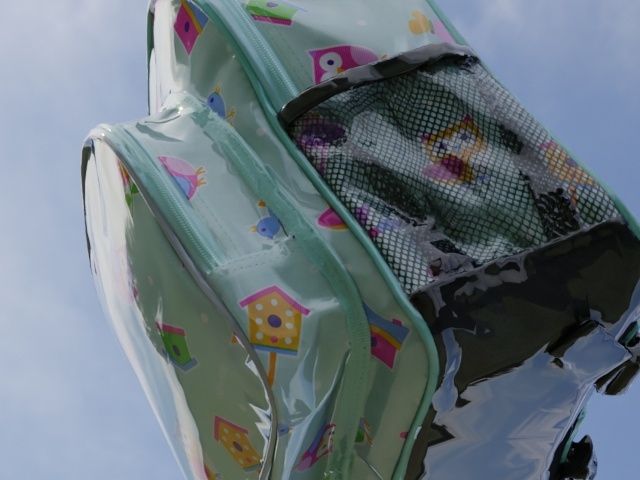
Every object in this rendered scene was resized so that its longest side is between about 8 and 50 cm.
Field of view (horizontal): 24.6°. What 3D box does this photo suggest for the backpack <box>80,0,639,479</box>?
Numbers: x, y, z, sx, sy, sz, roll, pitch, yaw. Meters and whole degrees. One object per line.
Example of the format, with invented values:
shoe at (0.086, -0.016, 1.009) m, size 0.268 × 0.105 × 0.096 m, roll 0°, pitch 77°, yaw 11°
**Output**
backpack at (0.000, 0.000, 0.479) m, size 0.166 × 0.144 × 0.188 m, roll 95°, pitch -25°, yaw -53°
